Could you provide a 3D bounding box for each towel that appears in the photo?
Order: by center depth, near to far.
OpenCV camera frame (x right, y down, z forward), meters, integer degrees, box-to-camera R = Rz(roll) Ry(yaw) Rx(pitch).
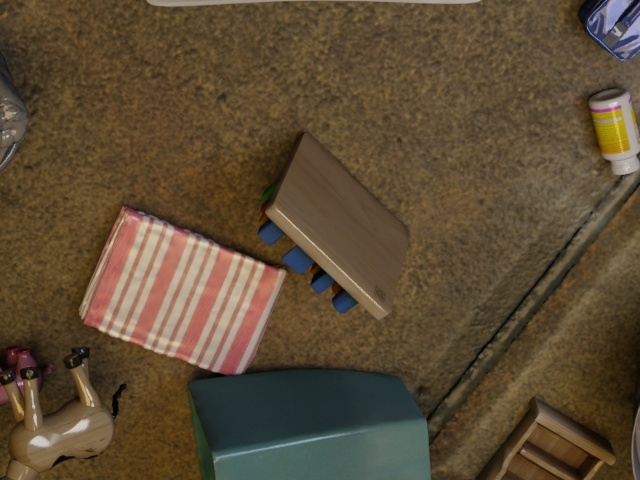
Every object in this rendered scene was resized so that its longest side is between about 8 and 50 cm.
[{"bbox_3d":[-0.148,0.057,1.496,0.197,0.029,0.144,22,109,-11],"label":"towel"}]

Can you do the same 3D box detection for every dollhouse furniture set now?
[{"bbox_3d":[0.242,0.306,1.473,0.212,0.242,0.161,31,107,-11],"label":"dollhouse furniture set"}]

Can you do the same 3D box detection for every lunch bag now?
[{"bbox_3d":[0.309,-0.230,1.368,0.067,0.065,0.098,38,106,-13],"label":"lunch bag"}]

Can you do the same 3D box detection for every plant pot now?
[{"bbox_3d":[-0.007,0.234,1.488,0.234,0.165,0.166,-11,114,-11],"label":"plant pot"}]

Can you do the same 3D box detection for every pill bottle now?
[{"bbox_3d":[0.305,-0.111,1.424,0.043,0.043,0.083,-15,109,5],"label":"pill bottle"}]

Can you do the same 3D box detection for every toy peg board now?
[{"bbox_3d":[0.000,0.000,1.411,0.161,0.161,0.079,43,120,-14],"label":"toy peg board"}]

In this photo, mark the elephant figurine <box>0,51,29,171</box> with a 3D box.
[{"bbox_3d":[-0.376,-0.091,1.381,0.169,0.186,0.239,41,149,16],"label":"elephant figurine"}]

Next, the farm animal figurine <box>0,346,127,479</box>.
[{"bbox_3d":[-0.399,0.233,1.411,0.330,0.327,0.172,-7,99,21],"label":"farm animal figurine"}]

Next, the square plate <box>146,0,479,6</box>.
[{"bbox_3d":[-0.007,-0.392,1.316,0.347,0.049,0.344,0,110,0],"label":"square plate"}]

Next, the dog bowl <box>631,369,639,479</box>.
[{"bbox_3d":[0.488,0.182,1.439,0.348,0.102,0.349,0,109,0],"label":"dog bowl"}]
